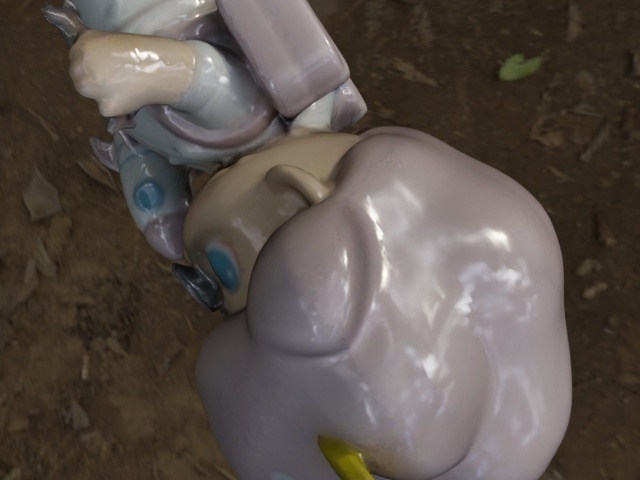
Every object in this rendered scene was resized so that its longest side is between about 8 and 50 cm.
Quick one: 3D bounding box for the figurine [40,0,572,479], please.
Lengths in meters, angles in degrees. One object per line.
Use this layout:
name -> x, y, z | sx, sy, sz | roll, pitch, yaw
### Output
figurine -> 0.000, 0.000, 0.375 | 0.112, 0.137, 0.229 | -33, 78, -6
